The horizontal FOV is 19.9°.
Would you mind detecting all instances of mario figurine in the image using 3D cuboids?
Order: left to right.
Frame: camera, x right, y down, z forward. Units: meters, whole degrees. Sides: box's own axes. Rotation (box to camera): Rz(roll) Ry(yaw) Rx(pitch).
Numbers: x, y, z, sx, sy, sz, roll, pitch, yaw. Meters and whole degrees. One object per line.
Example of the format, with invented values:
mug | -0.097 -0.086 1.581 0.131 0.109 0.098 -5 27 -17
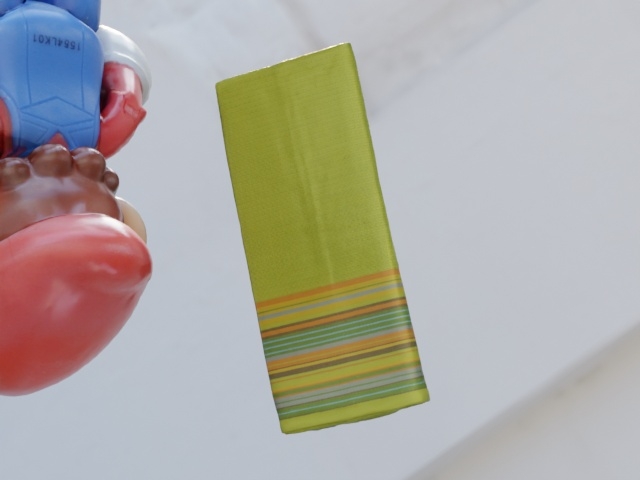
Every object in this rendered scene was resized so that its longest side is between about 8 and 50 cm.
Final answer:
mario figurine | -0.195 -0.066 1.074 0.170 0.198 0.321 118 -32 -77

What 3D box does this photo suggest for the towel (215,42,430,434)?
towel | 0.000 0.000 1.169 0.021 0.102 0.237 5 72 -68
